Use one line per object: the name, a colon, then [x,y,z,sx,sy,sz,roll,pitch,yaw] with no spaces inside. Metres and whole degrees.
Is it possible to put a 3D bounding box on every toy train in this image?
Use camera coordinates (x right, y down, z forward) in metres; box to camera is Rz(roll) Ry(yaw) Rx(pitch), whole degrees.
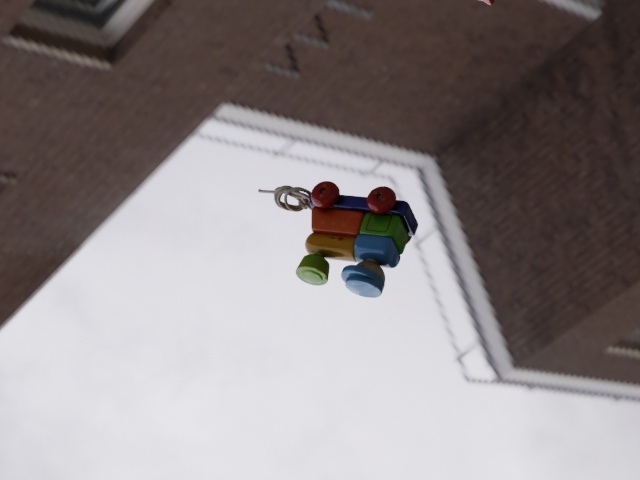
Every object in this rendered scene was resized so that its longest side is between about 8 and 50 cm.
toy train: [0.000,0.000,2.083,0.143,0.248,0.105,-69,-30,-28]

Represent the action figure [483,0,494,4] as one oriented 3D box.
action figure: [0.184,-0.507,2.621,0.091,0.280,0.139,-50,-40,-37]
